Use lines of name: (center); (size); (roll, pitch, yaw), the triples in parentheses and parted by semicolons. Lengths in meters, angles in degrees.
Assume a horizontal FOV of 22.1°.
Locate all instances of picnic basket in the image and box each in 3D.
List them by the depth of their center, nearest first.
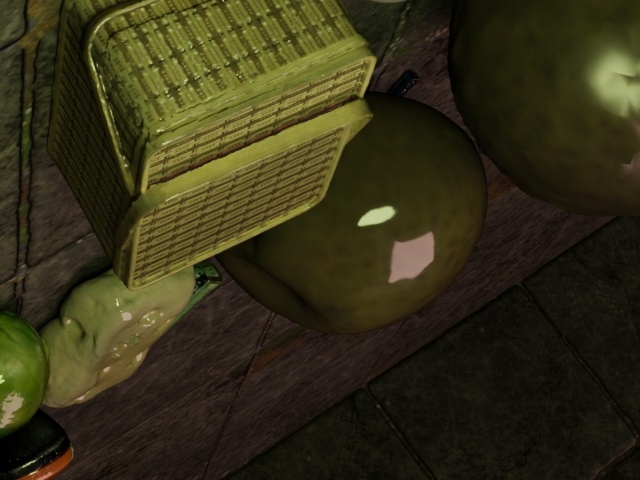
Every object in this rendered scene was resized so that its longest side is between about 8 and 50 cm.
picnic basket: (-0.098, -0.109, 1.418); (0.228, 0.175, 0.313); (-25, 163, -21)

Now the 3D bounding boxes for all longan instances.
longan: (0.324, -0.205, 1.765); (0.391, 0.391, 0.391); (-35, 167, -9)
longan: (0.026, -0.034, 1.823); (0.288, 0.288, 0.350); (-27, -172, -36)

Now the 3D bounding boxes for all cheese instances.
cheese: (-0.258, 0.111, 1.992); (0.159, 0.093, 0.263); (-22, 161, -44)

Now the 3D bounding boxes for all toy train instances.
toy train: (0.091, -0.180, 2.051); (0.017, 0.017, 0.083); (-16, 155, -52)
toy train: (-0.196, 0.084, 2.174); (0.148, 0.038, 0.071); (-42, 166, 25)

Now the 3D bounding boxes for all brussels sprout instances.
brussels sprout: (-0.364, 0.160, 1.817); (0.149, 0.122, 0.151); (-22, 160, -39)

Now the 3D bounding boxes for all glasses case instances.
glasses case: (-0.371, 0.230, 1.907); (0.103, 0.067, 0.267); (-25, -161, -24)

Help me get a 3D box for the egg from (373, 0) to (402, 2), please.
egg: (0.060, -0.266, 1.480); (0.103, 0.103, 0.135); (-44, 164, 28)
